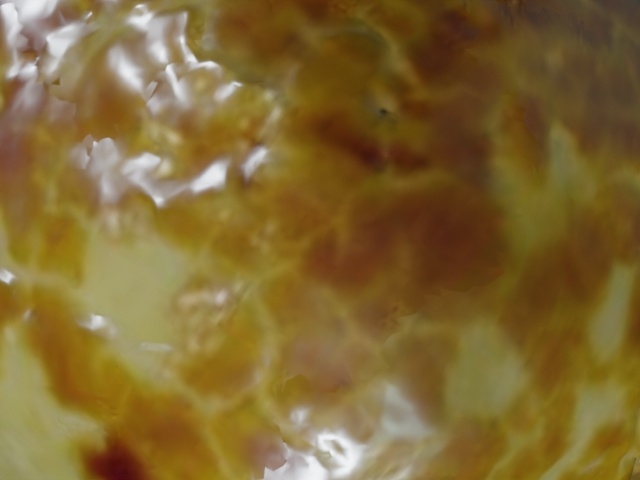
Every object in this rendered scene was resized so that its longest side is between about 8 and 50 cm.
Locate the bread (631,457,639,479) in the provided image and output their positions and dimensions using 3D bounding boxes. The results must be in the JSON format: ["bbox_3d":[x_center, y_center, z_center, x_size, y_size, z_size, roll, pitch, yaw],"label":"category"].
[{"bbox_3d":[0.210,0.162,0.980,0.270,0.316,0.211,23,-172,20],"label":"bread"}]

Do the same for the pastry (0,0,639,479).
[{"bbox_3d":[0.000,0.000,0.761,0.388,0.388,0.312,43,166,-26],"label":"pastry"}]
